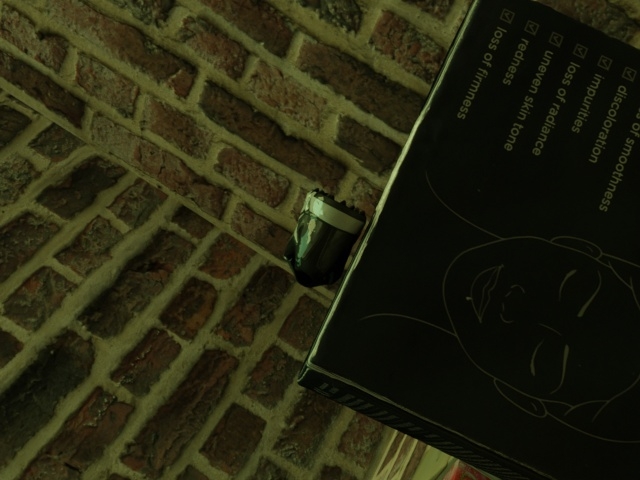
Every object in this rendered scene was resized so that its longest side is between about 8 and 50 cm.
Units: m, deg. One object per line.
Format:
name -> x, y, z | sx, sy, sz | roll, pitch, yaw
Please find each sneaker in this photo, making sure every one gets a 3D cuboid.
sneaker -> 0.000, 0.000, 1.044 | 0.106, 0.078, 0.234 | -63, 0, 3

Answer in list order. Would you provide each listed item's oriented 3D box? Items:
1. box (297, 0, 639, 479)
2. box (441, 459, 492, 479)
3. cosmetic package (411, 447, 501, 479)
box -> 0.284, 0.044, 1.072 | 0.297, 0.472, 0.479 | 104, -168, -78
box -> 0.246, 0.521, 1.604 | 0.122, 0.128, 0.257 | -59, -3, 26
cosmetic package -> 0.300, 0.490, 1.984 | 0.160, 0.113, 0.309 | -55, -5, -40
